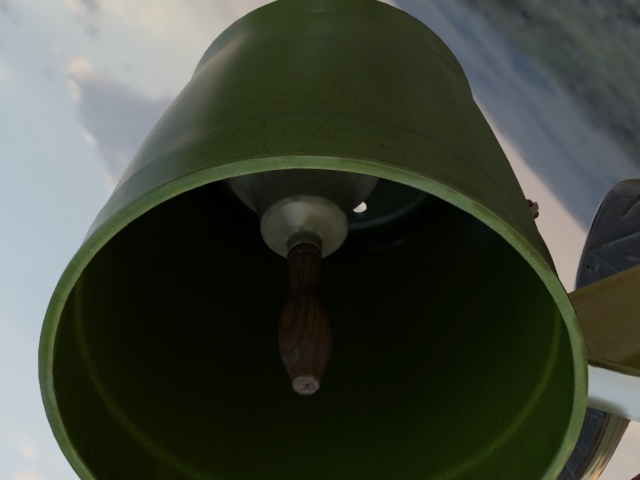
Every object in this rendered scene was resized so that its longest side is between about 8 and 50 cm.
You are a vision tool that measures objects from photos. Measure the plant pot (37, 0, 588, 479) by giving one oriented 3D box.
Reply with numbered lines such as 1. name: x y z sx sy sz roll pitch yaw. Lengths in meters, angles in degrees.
1. plant pot: 0.000 0.000 1.398 0.366 0.366 0.353 47 -156 -25

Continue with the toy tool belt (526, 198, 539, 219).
1. toy tool belt: 0.157 -0.040 1.743 0.052 0.083 0.051 -53 -48 -58

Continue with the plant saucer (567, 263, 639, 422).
1. plant saucer: 0.337 0.062 1.402 0.332 0.332 0.081 13 123 70

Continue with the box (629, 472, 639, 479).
1. box: 0.363 0.376 1.596 0.279 0.177 0.290 46 -166 -29

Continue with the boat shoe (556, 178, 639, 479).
1. boat shoe: 0.274 0.106 1.723 0.110 0.341 0.121 2 -150 -37

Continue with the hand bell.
1. hand bell: -0.010 0.020 1.402 0.126 0.126 0.242 45 -152 -35
